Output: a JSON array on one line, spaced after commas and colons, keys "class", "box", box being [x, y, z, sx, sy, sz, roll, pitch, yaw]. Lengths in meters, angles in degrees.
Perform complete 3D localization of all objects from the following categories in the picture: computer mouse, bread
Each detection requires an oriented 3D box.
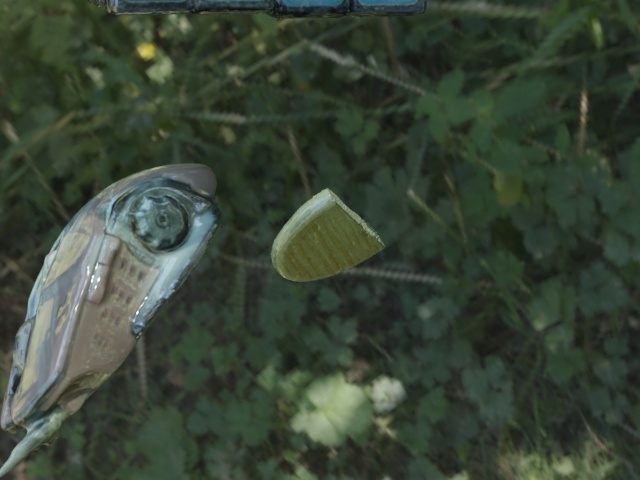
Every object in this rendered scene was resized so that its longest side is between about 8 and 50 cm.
[{"class": "computer mouse", "box": [-0.228, 0.057, 1.433, 0.389, 0.115, 0.199, -57, 12, -31]}, {"class": "bread", "box": [-0.004, 0.001, 1.678, 0.112, 0.193, 0.036, -34, 65, 9]}]

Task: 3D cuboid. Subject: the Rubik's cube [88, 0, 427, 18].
[{"class": "Rubik's cube", "box": [-0.088, -0.419, 1.558, 0.337, 0.344, 0.344, -5, 16, -15]}]
